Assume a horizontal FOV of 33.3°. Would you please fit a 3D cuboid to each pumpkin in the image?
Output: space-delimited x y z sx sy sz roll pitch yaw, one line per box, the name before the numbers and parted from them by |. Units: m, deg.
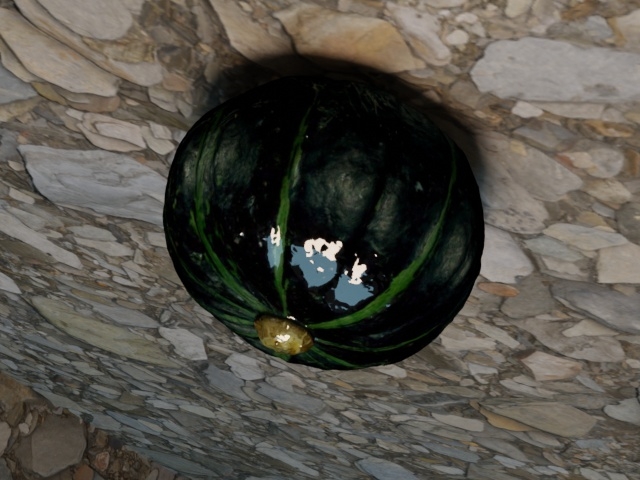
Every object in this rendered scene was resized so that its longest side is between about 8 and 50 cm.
pumpkin | 0.000 0.000 0.968 0.315 0.238 0.315 19 154 10
